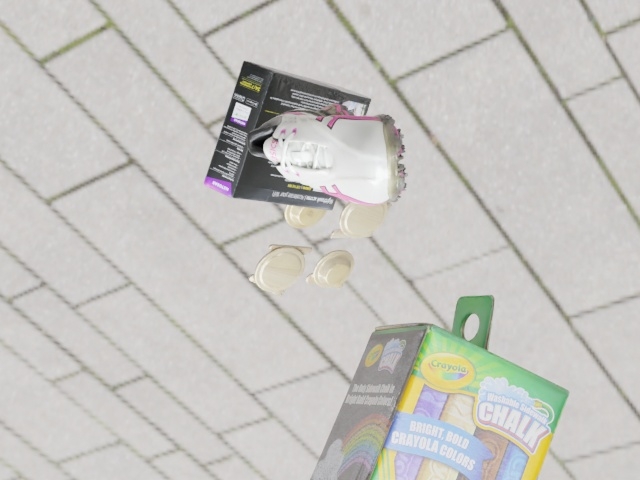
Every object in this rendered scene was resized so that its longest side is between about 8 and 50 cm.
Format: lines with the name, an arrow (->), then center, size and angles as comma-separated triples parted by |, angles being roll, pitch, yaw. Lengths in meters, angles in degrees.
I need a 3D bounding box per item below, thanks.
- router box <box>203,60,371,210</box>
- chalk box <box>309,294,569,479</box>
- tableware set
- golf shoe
router box -> -0.031, -0.105, 1.240 | 0.046, 0.179, 0.133 | 26, 101, 34
chalk box -> 0.096, 0.146, 0.945 | 0.132, 0.213, 0.132 | 27, 168, -13
tableware set -> 0.000, 0.000, 1.400 | 0.141, 0.020, 0.168 | 10, 119, -35
golf shoe -> 0.004, -0.061, 0.887 | 0.086, 0.186, 0.067 | -9, 103, -18
